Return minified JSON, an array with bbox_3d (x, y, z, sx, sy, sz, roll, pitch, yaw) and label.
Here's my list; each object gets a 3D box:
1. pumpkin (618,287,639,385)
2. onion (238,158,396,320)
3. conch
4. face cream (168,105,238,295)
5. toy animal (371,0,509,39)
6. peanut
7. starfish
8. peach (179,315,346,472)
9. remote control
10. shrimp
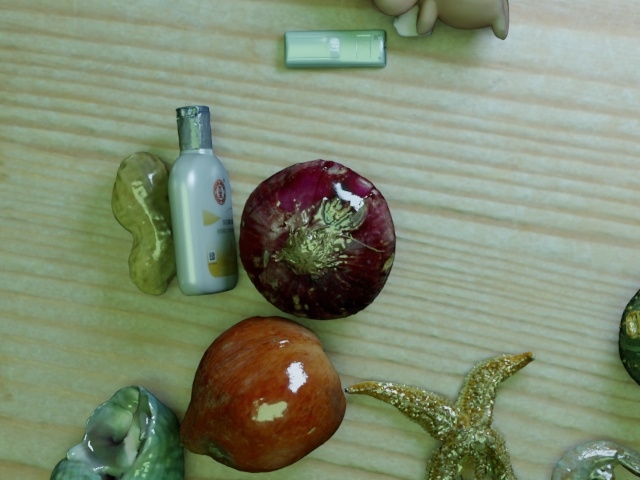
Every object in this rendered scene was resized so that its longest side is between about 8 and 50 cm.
[{"bbox_3d":[0.531,0.141,1.452,0.190,0.146,0.190,2,79,-9],"label":"pumpkin"},{"bbox_3d":[0.000,0.000,1.483,0.246,0.190,0.246,6,107,19],"label":"onion"},{"bbox_3d":[-0.326,0.374,1.538,0.277,0.195,0.220,-47,65,27],"label":"conch"},{"bbox_3d":[-0.185,-0.062,1.524,0.071,0.144,0.291,-6,89,22],"label":"face cream"},{"bbox_3d":[0.155,-0.413,1.468,0.256,0.195,0.213,0,124,9],"label":"toy animal"},{"bbox_3d":[-0.270,-0.027,1.554,0.103,0.098,0.229,-14,89,47],"label":"peanut"},{"bbox_3d":[0.212,0.342,1.522,0.301,0.084,0.293,-11,89,2],"label":"starfish"},{"bbox_3d":[-0.098,0.242,1.479,0.257,0.232,0.232,-20,89,-12],"label":"peach"},{"bbox_3d":[0.023,-0.304,1.550,0.162,0.029,0.061,-1,93,5],"label":"remote control"},{"bbox_3d":[0.474,0.396,1.482,0.251,0.052,0.143,24,81,9],"label":"shrimp"}]
